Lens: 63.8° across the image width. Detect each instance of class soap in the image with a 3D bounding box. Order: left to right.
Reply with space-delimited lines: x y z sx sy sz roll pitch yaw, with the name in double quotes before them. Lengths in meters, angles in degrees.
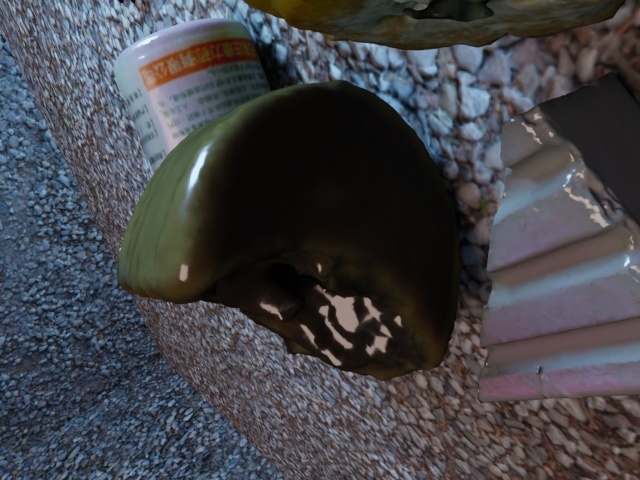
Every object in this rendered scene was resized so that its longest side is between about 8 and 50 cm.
"soap" 0.215 0.018 0.515 0.258 0.159 0.302 52 148 1

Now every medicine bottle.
"medicine bottle" -0.153 -0.122 0.817 0.219 0.219 0.389 -4 107 57

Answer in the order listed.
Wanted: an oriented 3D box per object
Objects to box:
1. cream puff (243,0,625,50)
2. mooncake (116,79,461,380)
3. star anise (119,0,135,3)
"cream puff" 0.080 -0.276 0.354 0.274 0.323 0.270 -127 39 -79
"mooncake" -0.018 0.024 0.628 0.246 0.393 0.394 0 116 53
"star anise" -0.397 -0.536 0.982 0.168 0.057 0.168 45 149 37
